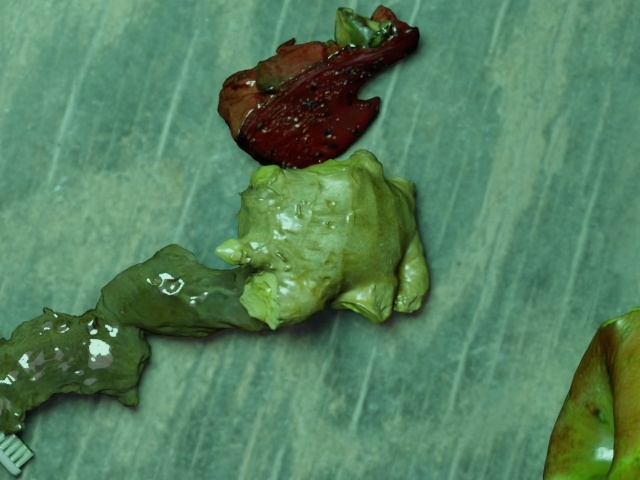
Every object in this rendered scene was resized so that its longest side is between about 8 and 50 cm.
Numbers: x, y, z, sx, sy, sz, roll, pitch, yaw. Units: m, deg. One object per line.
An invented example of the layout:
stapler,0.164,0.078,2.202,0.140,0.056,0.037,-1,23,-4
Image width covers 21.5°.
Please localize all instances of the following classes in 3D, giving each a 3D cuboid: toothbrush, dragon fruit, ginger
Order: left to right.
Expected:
toothbrush,-0.379,0.081,1.506,0.030,0.025,0.342,-42,100,-6
ginger,-0.169,0.082,1.501,0.290,0.084,0.122,-21,82,1
ginger,0.000,0.000,1.470,0.216,0.102,0.157,-5,98,-31
dragon fruit,0.007,-0.135,1.493,0.192,0.092,0.122,-31,88,1

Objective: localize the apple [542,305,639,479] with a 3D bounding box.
apple,0.347,0.199,1.363,0.339,0.339,0.339,0,89,2
